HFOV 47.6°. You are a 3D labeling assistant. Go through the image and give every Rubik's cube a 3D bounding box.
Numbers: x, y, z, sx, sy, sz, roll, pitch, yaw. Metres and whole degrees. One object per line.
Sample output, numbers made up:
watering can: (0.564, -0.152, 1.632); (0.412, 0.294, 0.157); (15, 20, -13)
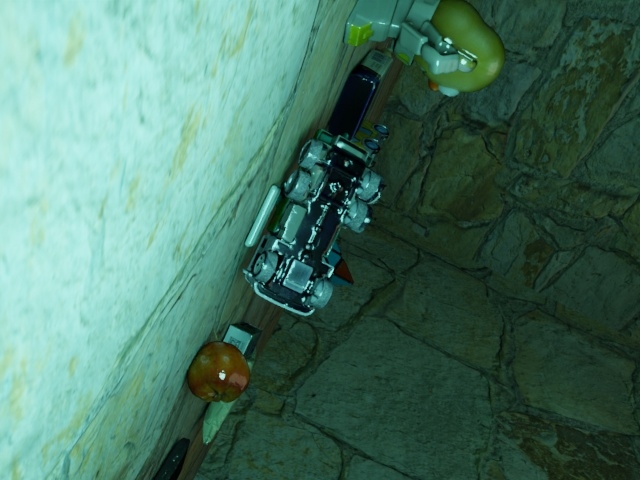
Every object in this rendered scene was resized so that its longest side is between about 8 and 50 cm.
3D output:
Rubik's cube: (0.000, 0.000, 2.150); (0.284, 0.249, 0.234); (101, 3, -62)

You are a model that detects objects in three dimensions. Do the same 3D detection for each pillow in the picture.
pillow: (-0.276, 0.442, 2.187); (0.274, 0.076, 0.281); (-62, -176, 6)

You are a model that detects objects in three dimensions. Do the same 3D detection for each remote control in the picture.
remote control: (-0.106, -0.045, 1.336); (0.125, 0.017, 0.053); (-64, 176, 5)

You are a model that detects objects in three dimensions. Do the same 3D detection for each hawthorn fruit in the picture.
hawthorn fruit: (-0.193, 0.255, 1.420); (0.140, 0.125, 0.125); (-59, 175, -43)

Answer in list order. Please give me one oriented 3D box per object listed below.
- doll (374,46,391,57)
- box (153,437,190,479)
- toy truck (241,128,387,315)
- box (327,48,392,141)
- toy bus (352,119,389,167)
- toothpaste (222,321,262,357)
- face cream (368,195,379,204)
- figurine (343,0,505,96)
doll: (0.166, -0.499, 1.994); (0.093, 0.051, 0.062); (-65, 152, -57)
box: (-0.389, 0.601, 1.795); (0.212, 0.042, 0.201); (-60, 175, -48)
toy truck: (-0.015, -0.045, 1.400); (0.364, 0.176, 0.178); (-66, -159, -6)
box: (0.100, -0.360, 1.788); (0.168, 0.071, 0.259); (-65, 177, 30)
toy bus: (0.095, -0.254, 1.995); (0.126, 0.136, 0.209); (-65, 177, 36)
toothpaste: (-0.205, 0.264, 1.888); (0.081, 0.067, 0.336); (-64, 178, -5)
face cream: (0.103, -0.210, 2.157); (0.058, 0.244, 0.092); (-4, 138, -32)
figurine: (0.202, -0.373, 1.327); (0.167, 0.284, 0.343); (111, 4, -49)
